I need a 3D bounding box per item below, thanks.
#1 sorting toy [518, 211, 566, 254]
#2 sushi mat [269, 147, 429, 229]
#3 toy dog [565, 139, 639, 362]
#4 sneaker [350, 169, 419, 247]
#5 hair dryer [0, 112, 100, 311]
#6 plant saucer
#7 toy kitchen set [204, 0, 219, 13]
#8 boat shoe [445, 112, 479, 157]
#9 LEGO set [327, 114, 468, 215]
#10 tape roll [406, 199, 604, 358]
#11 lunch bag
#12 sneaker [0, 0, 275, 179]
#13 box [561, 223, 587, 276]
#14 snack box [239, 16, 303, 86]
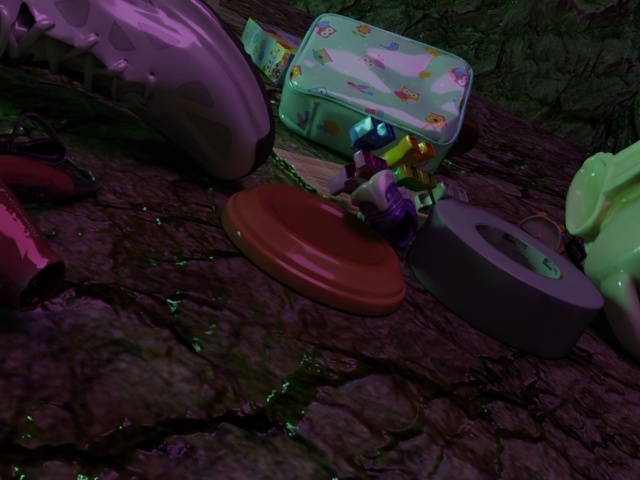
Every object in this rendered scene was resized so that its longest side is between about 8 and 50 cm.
[{"bbox_3d":[0.390,-0.008,1.318,0.083,0.045,0.075,43,5,36],"label":"sorting toy"},{"bbox_3d":[0.081,-0.061,1.048,0.316,0.019,0.151,8,27,-45],"label":"sushi mat"},{"bbox_3d":[0.585,0.043,1.068,0.407,0.284,0.395,31,48,-10],"label":"toy dog"},{"bbox_3d":[0.078,-0.019,0.855,0.071,0.068,0.170,61,10,17],"label":"sneaker"},{"bbox_3d":[-0.228,-0.054,0.522,0.223,0.080,0.293,15,24,-35],"label":"hair dryer"},{"bbox_3d":[0.000,0.000,0.761,0.199,0.037,0.200,25,20,-10],"label":"plant saucer"},{"bbox_3d":[-0.306,-0.423,1.335,0.207,0.122,0.166,16,12,30],"label":"toy kitchen set"},{"bbox_3d":[0.171,-0.176,1.345,0.307,0.111,0.104,0,38,-34],"label":"boat shoe"},{"bbox_3d":[0.079,-0.085,0.968,0.227,0.093,0.087,14,55,-48],"label":"LEGO set"},{"bbox_3d":[0.211,0.040,0.895,0.219,0.072,0.219,24,20,-10],"label":"tape roll"},{"bbox_3d":[0.091,-0.225,1.188,0.279,0.108,0.224,21,52,-1],"label":"lunch bag"},{"bbox_3d":[-0.256,-0.172,0.715,0.447,0.169,0.257,46,52,-17],"label":"sneaker"},{"bbox_3d":[0.510,0.051,1.302,0.175,0.051,0.220,25,20,-11],"label":"box"},{"bbox_3d":[-0.043,-0.344,1.506,0.174,0.070,0.207,14,25,-35],"label":"snack box"}]
